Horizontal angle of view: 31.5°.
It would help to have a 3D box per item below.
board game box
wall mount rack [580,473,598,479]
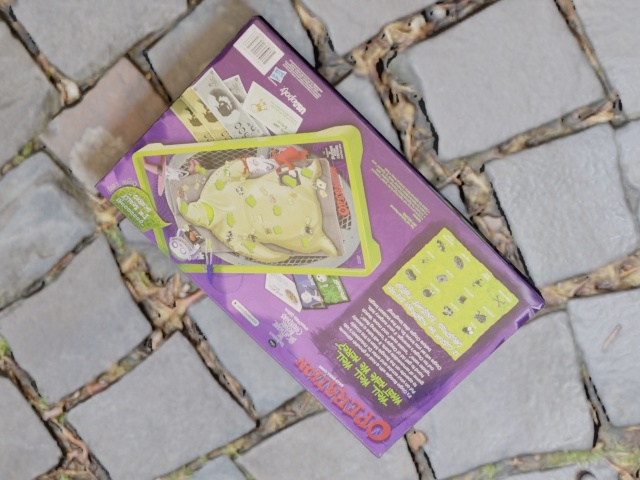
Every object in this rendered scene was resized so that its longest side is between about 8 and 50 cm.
[{"bbox_3d":[0.000,0.000,0.985,0.347,0.056,0.208,45,99,-5],"label":"board game box"},{"bbox_3d":[0.284,0.358,0.912,0.130,0.350,0.304,23,74,-18],"label":"wall mount rack"}]
